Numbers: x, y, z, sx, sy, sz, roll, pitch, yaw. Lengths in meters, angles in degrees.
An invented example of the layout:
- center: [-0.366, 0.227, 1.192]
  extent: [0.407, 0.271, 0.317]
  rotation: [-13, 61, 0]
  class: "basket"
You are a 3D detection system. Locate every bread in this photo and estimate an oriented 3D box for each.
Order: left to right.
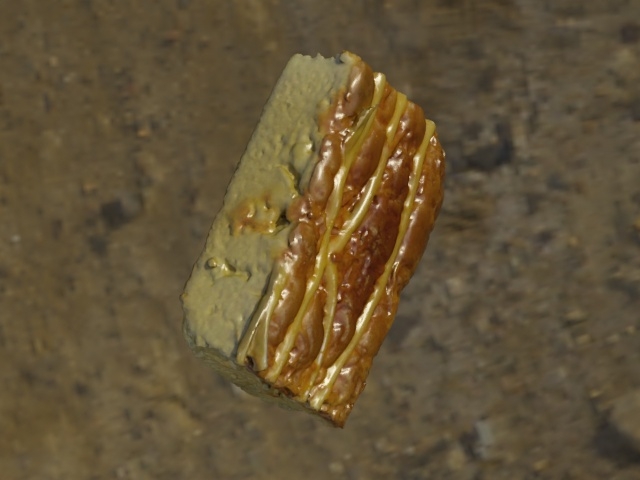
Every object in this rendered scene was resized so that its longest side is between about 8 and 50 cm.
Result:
- center: [0.000, 0.000, 1.528]
  extent: [0.114, 0.185, 0.274]
  rotation: [12, 74, 35]
  class: "bread"
